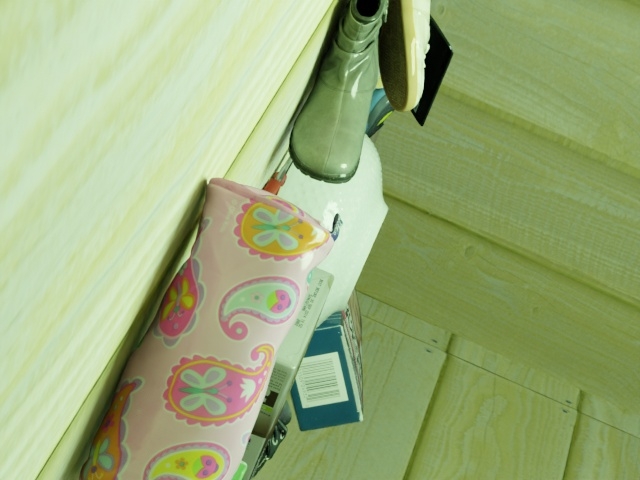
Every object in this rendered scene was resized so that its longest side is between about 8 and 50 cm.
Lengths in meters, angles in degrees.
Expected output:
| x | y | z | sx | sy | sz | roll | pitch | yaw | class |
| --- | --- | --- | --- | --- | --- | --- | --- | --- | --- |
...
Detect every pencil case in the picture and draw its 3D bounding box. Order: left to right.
| x | y | z | sx | sy | sz | roll | pitch | yaw | class |
| --- | --- | --- | --- | --- | --- | --- | --- | --- | --- |
| -0.087 | 0.092 | 0.976 | 0.124 | 0.124 | 0.284 | 93 | 20 | -82 | pencil case |

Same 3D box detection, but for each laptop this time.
| x | y | z | sx | sy | sz | roll | pitch | yaw | class |
| --- | --- | --- | --- | --- | --- | --- | --- | --- | --- |
| 0.153 | -0.346 | 1.747 | 0.234 | 0.136 | 0.264 | 108 | 6 | -69 | laptop |

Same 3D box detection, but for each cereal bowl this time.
| x | y | z | sx | sy | sz | roll | pitch | yaw | class |
| --- | --- | --- | --- | --- | --- | --- | --- | --- | --- |
| 0.000 | 0.000 | 1.702 | 0.339 | 0.141 | 0.339 | 24 | 90 | -88 | cereal bowl |

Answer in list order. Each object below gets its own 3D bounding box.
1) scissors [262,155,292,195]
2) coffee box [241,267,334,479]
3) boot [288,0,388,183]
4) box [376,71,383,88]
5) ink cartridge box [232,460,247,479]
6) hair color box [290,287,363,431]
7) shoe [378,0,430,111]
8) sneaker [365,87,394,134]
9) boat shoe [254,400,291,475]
| x | y | z | sx | sy | sz | roll | pitch | yaw | class |
| --- | --- | --- | --- | --- | --- | --- | --- | --- | --- |
| -0.058 | -0.055 | 1.418 | 0.297 | 0.021 | 0.109 | -64 | 174 | -59 | scissors |
| -0.096 | 0.171 | 1.482 | 0.168 | 0.119 | 0.297 | -65 | 177 | -49 | coffee box |
| 0.028 | -0.192 | 1.350 | 0.246 | 0.083 | 0.161 | -77 | -178 | -45 | boot |
| 0.094 | -0.274 | 2.046 | 0.183 | 0.056 | 0.231 | -63 | 176 | -56 | box |
| -0.188 | 0.352 | 1.274 | 0.278 | 0.117 | 0.201 | 111 | 4 | -50 | ink cartridge box |
| 0.005 | 0.138 | 1.956 | 0.347 | 0.105 | 0.174 | -88 | 167 | -66 | hair color box |
| 0.107 | -0.261 | 1.429 | 0.076 | 0.058 | 0.219 | -162 | -113 | -65 | shoe |
| 0.059 | -0.195 | 1.784 | 0.069 | 0.082 | 0.209 | -40 | 180 | -10 | sneaker |
| -0.096 | 0.256 | 1.775 | 0.113 | 0.127 | 0.340 | -30 | -176 | 7 | boat shoe |
